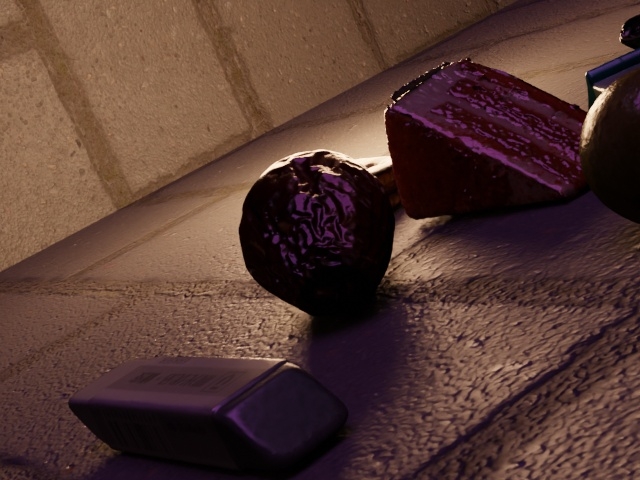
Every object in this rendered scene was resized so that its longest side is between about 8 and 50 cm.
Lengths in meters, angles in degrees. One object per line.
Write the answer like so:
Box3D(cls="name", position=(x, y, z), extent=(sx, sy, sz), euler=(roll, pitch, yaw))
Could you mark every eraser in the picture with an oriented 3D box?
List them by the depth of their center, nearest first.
Box3D(cls="eraser", position=(-0.108, 0.143, 1.052), extent=(0.089, 0.061, 0.352), euler=(-32, 13, -33))

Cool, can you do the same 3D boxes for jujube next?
Box3D(cls="jujube", position=(0.000, 0.000, 1.281), extent=(0.168, 0.168, 0.236), euler=(-24, 27, 3))

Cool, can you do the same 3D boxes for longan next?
Box3D(cls="longan", position=(0.299, -0.093, 1.052), extent=(0.154, 0.145, 0.176), euler=(-1, 52, 23))

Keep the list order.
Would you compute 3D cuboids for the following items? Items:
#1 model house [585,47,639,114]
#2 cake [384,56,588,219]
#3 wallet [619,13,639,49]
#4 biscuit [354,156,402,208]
Box3D(cls="model house", position=(0.326, -0.122, 1.197), extent=(0.100, 0.127, 0.149), euler=(-24, 16, -2))
Box3D(cls="cake", position=(0.210, -0.075, 1.409), extent=(0.158, 0.159, 0.262), euler=(-32, 49, -33))
Box3D(cls="wallet", position=(0.415, -0.192, 1.266), extent=(0.198, 0.031, 0.110), euler=(16, -11, -28))
Box3D(cls="biscuit", position=(0.017, -0.053, 1.645), extent=(0.220, 0.066, 0.220), euler=(-23, 13, 5))
